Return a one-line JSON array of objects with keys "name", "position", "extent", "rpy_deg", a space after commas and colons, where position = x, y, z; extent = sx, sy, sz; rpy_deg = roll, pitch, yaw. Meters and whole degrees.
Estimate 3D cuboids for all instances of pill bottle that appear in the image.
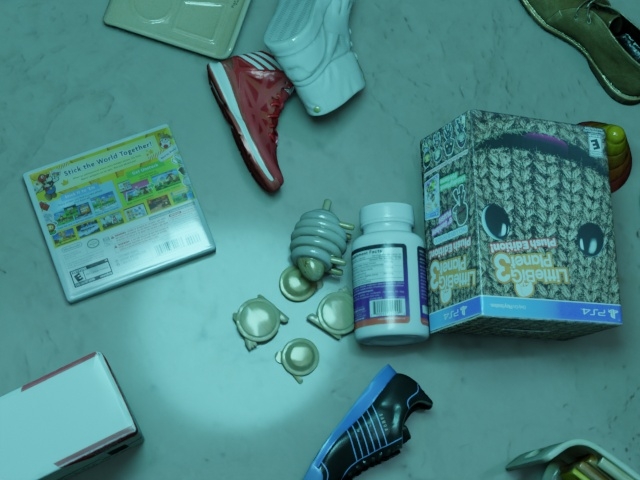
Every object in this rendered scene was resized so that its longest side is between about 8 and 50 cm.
[{"name": "pill bottle", "position": [0.098, 0.048, 1.762], "extent": [0.108, 0.108, 0.193], "rpy_deg": [0, 75, -5]}]

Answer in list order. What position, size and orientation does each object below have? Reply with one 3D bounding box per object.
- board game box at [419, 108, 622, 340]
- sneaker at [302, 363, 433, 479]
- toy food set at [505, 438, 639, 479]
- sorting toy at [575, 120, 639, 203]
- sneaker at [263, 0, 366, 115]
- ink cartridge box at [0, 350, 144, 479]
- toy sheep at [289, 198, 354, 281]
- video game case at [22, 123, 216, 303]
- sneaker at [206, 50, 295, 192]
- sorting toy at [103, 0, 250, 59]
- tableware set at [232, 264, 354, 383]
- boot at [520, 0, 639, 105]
[{"name": "board game box", "position": [0.280, -0.015, 1.742], "extent": [0.232, 0.141, 0.291], "rpy_deg": [4, 75, -24]}, {"name": "sneaker", "position": [0.063, 0.284, 1.712], "extent": [0.090, 0.081, 0.232], "rpy_deg": [35, 74, 12]}, {"name": "toy food set", "position": [0.399, 0.380, 1.643], "extent": [0.306, 0.220, 0.092], "rpy_deg": [36, 76, 5]}, {"name": "sorting toy", "position": [0.530, -0.080, 1.821], "extent": [0.366, 0.126, 0.127], "rpy_deg": [29, 75, 4]}, {"name": "sneaker", "position": [0.011, -0.310, 1.858], "extent": [0.108, 0.169, 0.292], "rpy_deg": [-7, 39, 30]}, {"name": "ink cartridge box", "position": [-0.342, 0.247, 1.593], "extent": [0.197, 0.273, 0.114], "rpy_deg": [-25, 83, -10]}, {"name": "toy sheep", "position": [0.000, 0.000, 1.781], "extent": [0.091, 0.091, 0.132], "rpy_deg": [14, 60, -1]}, {"name": "video game case", "position": [-0.293, -0.041, 1.797], "extent": [0.227, 0.026, 0.206], "rpy_deg": [-20, 78, -8]}, {"name": "sneaker", "position": [-0.073, -0.188, 1.822], "extent": [0.128, 0.087, 0.221], "rpy_deg": [-24, 80, -9]}, {"name": "sorting toy", "position": [-0.207, -0.386, 1.890], "extent": [0.208, 0.038, 0.193], "rpy_deg": [17, 75, 5]}, {"name": "tableware set", "position": [-0.032, 0.112, 1.781], "extent": [0.141, 0.020, 0.169], "rpy_deg": [44, 75, 6]}, {"name": "boot", "position": [0.413, -0.351, 1.888], "extent": [0.112, 0.115, 0.305], "rpy_deg": [-40, 81, -11]}]
